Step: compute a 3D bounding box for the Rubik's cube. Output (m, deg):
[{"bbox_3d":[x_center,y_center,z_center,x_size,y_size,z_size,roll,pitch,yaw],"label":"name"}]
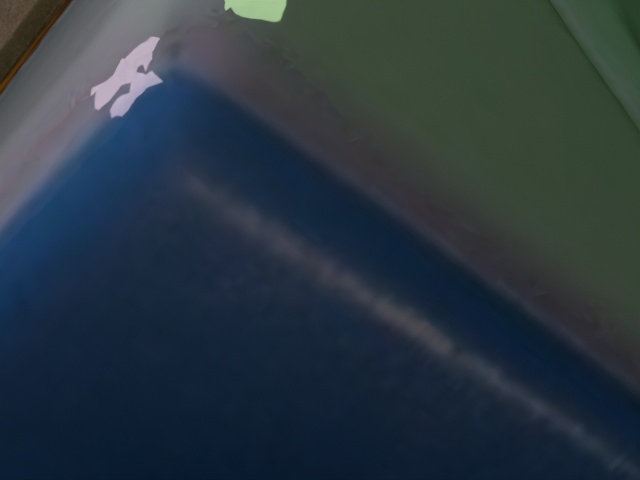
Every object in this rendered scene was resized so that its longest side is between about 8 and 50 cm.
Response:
[{"bbox_3d":[0.024,0.077,0.634,0.347,0.351,0.352,-48,9,28],"label":"Rubik's cube"}]
